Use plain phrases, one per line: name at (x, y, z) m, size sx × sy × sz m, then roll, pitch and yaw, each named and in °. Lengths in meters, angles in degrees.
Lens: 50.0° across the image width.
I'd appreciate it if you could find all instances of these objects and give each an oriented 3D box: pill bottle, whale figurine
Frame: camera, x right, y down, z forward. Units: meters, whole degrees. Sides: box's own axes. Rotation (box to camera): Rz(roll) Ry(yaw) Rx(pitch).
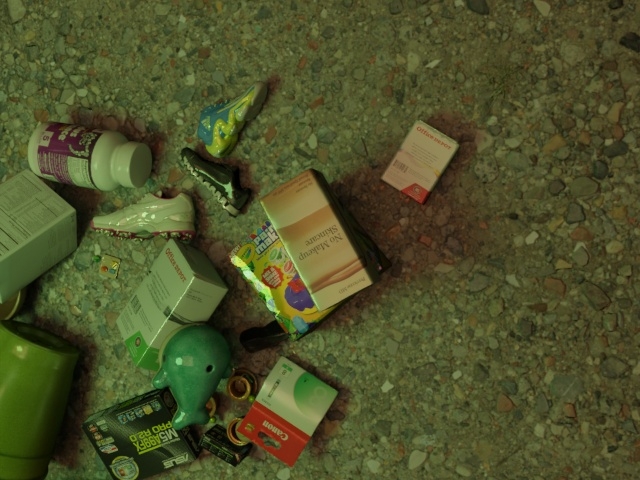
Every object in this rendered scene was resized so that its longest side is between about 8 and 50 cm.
pill bottle at (-0.626, -0.227, 1.885) m, size 0.301 × 0.169 × 0.169 m, roll 10°, pitch 94°, yaw 13°
whale figurine at (-0.308, 0.347, 1.712) m, size 0.141 × 0.216 × 0.272 m, roll 14°, pitch 101°, yaw 53°

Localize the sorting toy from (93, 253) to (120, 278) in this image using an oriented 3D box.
sorting toy at (-0.619, 0.072, 1.972) m, size 0.083 × 0.012 × 0.062 m, roll 16°, pitch 96°, yaw 12°

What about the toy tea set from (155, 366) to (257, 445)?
toy tea set at (-0.293, 0.409, 1.846) m, size 0.336 × 0.124 × 0.200 m, roll 32°, pitch 99°, yaw 11°

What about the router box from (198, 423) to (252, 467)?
router box at (-0.255, 0.553, 1.858) m, size 0.122 × 0.092 × 0.038 m, roll 27°, pitch 98°, yaw 11°

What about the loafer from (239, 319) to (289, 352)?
loafer at (-0.129, 0.257, 1.844) m, size 0.170 × 0.062 × 0.061 m, roll -13°, pitch 127°, yaw 7°

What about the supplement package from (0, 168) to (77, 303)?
supplement package at (-0.831, -0.014, 1.862) m, size 0.198 × 0.262 × 0.199 m, roll 38°, pitch 143°, yaw 10°

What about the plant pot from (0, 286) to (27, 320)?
plant pot at (-0.942, 0.130, 2.004) m, size 0.237 × 0.110 × 0.237 m, roll 1°, pitch 93°, yaw 14°

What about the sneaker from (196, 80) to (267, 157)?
sneaker at (-0.249, -0.344, 1.830) m, size 0.126 × 0.091 × 0.240 m, roll 39°, pitch 101°, yaw 10°

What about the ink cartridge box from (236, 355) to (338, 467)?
ink cartridge box at (-0.087, 0.442, 1.788) m, size 0.181 × 0.056 × 0.225 m, roll 31°, pitch 69°, yaw 11°

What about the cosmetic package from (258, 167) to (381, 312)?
cosmetic package at (0.000, 0.000, 1.580) m, size 0.153 × 0.129 × 0.296 m, roll -31°, pitch 84°, yaw 11°

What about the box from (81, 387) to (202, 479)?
box at (-0.493, 0.544, 1.901) m, size 0.270 × 0.060 × 0.216 m, roll -23°, pitch 101°, yaw 16°

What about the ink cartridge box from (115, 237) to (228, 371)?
ink cartridge box at (-0.395, 0.172, 1.816) m, size 0.289 × 0.121 × 0.211 m, roll -55°, pitch 40°, yaw 10°

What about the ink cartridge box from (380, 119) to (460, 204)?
ink cartridge box at (0.252, -0.195, 1.721) m, size 0.127 × 0.072 × 0.175 m, roll 34°, pitch 99°, yaw 11°

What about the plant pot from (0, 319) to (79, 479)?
plant pot at (-0.850, 0.421, 1.895) m, size 0.366 × 0.366 × 0.353 m, roll 24°, pitch 85°, yaw 12°

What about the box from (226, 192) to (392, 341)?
box at (-0.025, 0.051, 1.745) m, size 0.290 × 0.177 × 0.279 m, roll -41°, pitch 81°, yaw 11°

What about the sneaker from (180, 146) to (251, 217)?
sneaker at (-0.274, -0.178, 1.851) m, size 0.106 × 0.078 × 0.234 m, roll -43°, pitch 86°, yaw 8°

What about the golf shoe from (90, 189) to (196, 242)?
golf shoe at (-0.485, -0.068, 1.899) m, size 0.306 × 0.115 × 0.140 m, roll 1°, pitch 78°, yaw 10°
